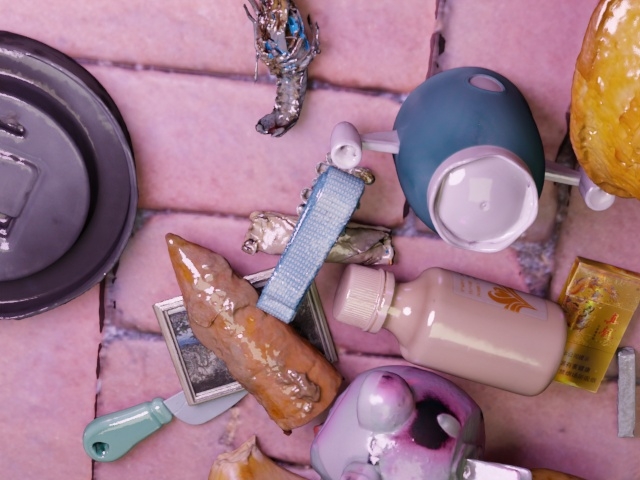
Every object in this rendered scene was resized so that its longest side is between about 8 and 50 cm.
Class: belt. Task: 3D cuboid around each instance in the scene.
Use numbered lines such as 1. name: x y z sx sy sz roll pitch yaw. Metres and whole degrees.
1. belt: -0.011 -0.001 1.564 0.065 0.100 0.179 29 105 -5

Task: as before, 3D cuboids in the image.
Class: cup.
1. cup: 0.157 -0.073 1.509 0.300 0.173 0.167 9 115 -6

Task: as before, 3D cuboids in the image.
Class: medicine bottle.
1. medicine bottle: 0.140 0.090 1.624 0.252 0.114 0.114 16 115 -10

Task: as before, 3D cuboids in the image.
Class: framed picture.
1. framed picture: -0.083 0.107 1.667 0.183 0.011 0.142 -17 115 -1

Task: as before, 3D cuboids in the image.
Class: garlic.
1. garlic: -0.026 0.340 1.751 0.245 0.145 0.164 23 83 -16

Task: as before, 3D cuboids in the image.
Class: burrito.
1. burrito: 0.000 -0.001 1.614 0.171 0.042 0.051 8 111 -4

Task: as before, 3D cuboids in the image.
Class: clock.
1. clock: -0.354 -0.066 1.550 0.325 0.067 0.325 -1 117 -2

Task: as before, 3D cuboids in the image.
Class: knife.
1. knife: -0.158 0.194 1.714 0.260 0.034 0.063 -24 114 6

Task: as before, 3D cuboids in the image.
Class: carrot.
1. carrot: -0.085 0.090 1.613 0.102 0.102 0.263 -34 109 14

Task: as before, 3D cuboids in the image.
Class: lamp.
1. lamp: 0.096 0.290 1.598 0.247 0.247 0.301 9 84 25

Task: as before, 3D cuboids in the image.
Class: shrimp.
1. shrimp: -0.043 -0.194 1.511 0.082 0.076 0.174 22 128 32

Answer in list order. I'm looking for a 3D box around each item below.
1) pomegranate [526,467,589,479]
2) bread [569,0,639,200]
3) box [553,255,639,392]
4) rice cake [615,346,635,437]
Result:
1. pomegranate: 0.246 0.390 1.716 0.260 0.260 0.260 -1 117 -2
2. bread: 0.415 -0.169 1.397 0.337 0.204 0.358 -22 134 -23
3. box: 0.306 0.098 1.686 0.089 0.022 0.156 16 115 -11
4. rice cake: 0.361 0.181 1.732 0.022 0.021 0.121 -4 115 5
